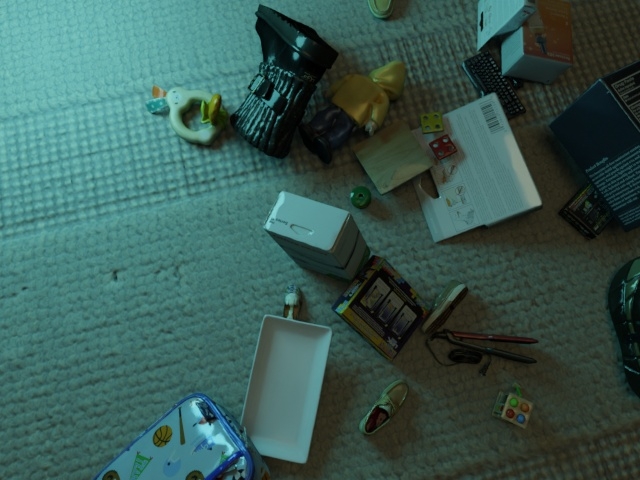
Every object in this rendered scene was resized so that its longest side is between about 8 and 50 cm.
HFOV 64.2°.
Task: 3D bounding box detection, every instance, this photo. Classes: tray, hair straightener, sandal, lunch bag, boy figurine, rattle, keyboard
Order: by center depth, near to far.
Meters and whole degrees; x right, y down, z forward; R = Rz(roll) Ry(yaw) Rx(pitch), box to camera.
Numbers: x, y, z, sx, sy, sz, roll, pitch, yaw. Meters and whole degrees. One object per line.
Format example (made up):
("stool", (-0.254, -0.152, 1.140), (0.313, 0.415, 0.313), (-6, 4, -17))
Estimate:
("lunch bag", (-0.246, 0.438, 0.904), (0.303, 0.115, 0.243), (-41, 50, -11))
("tray", (-0.070, 0.293, 1.018), (0.145, 0.030, 0.271), (12, 85, 2))
("hair straightener", (0.330, 0.234, 1.052), (0.230, 0.047, 0.089), (7, 76, 0))
("sandal", (0.680, 0.181, 1.056), (0.086, 0.120, 0.303), (9, 76, -28))
("rattle", (-0.310, -0.305, 1.124), (0.199, 0.143, 0.130), (36, 96, 1))
("boy figurine", (0.079, -0.308, 1.156), (0.285, 0.092, 0.177), (-44, 62, -14))
("keyboard", (0.427, -0.374, 1.218), (0.108, 0.023, 0.180), (-25, 79, -8))

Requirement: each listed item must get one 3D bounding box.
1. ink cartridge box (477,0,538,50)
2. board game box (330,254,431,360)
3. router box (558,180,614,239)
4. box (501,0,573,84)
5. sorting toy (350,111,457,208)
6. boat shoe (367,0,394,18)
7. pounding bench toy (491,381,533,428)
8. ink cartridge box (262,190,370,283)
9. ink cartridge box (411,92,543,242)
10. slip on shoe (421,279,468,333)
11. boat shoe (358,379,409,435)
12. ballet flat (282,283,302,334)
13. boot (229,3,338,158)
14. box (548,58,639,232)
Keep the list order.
("ink cartridge box", (0.431, -0.545, 1.185), (0.045, 0.179, 0.146), (8, 76, -12))
("board game box", (0.125, 0.137, 1.029), (0.141, 0.048, 0.170), (-50, 116, -11))
("router box", (0.610, -0.075, 1.140), (0.122, 0.038, 0.092), (-43, 82, -11))
("box", (0.506, -0.473, 1.197), (0.130, 0.091, 0.171), (7, 74, -10))
("sorting toy", (0.168, -0.185, 1.143), (0.274, 0.046, 0.132), (-30, 75, -1))
("boat shoe", (0.149, -0.641, 1.249), (0.068, 0.072, 0.190), (-2, 76, -2))
("pounding bench toy", (0.390, 0.324, 1.022), (0.052, 0.065, 0.083), (25, 76, 5))
("ink cartridge box", (0.000, 0.000, 1.001), (0.153, 0.208, 0.087), (19, 76, 22))
("ink cartridge box", (0.329, -0.155, 1.144), (0.238, 0.060, 0.275), (-22, 76, 19))
("slip on shoe", (0.254, 0.139, 1.077), (0.135, 0.051, 0.041), (-49, 52, -7))
("boat shoe", (0.132, 0.338, 1.021), (0.050, 0.045, 0.135), (39, 78, 8))
("ballet flat", (-0.060, 0.145, 1.067), (0.041, 0.041, 0.114), (6, 76, 0))
("boot", (-0.111, -0.363, 1.142), (0.131, 0.348, 0.260), (16, 118, -30))
("box", (0.715, -0.225, 1.086), (0.296, 0.183, 0.294), (-26, 79, -21))
